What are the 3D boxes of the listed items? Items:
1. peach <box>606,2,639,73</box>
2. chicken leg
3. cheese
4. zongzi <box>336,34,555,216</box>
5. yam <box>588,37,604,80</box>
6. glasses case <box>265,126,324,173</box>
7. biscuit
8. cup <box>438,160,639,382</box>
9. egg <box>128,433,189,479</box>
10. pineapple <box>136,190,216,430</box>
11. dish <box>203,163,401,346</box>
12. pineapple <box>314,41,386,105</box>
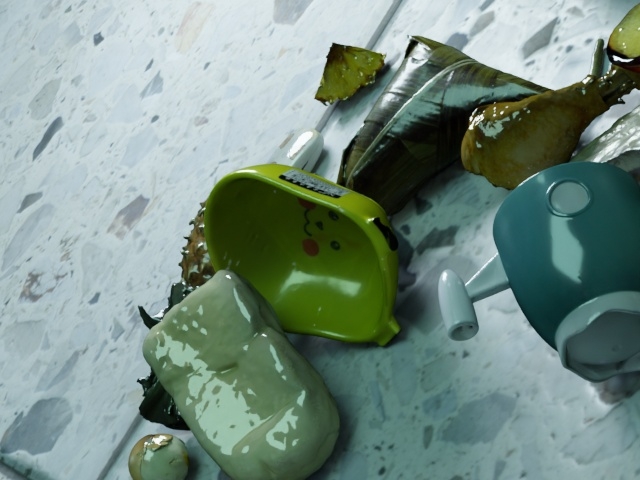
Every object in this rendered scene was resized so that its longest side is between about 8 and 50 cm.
[{"bbox_3d":[0.404,-0.226,1.859,0.189,0.068,0.279,-7,27,31],"label":"peach"},{"bbox_3d":[0.270,-0.141,1.935,0.251,0.107,0.087,-34,31,8],"label":"chicken leg"},{"bbox_3d":[-0.084,0.163,1.992,0.159,0.093,0.263,-45,59,17],"label":"cheese"},{"bbox_3d":[0.139,-0.105,2.054,0.241,0.111,0.247,30,87,51],"label":"zongzi"},{"bbox_3d":[0.313,-0.189,2.004,0.014,0.014,0.107,-18,46,40],"label":"yam"},{"bbox_3d":[-0.054,-0.079,2.310,0.164,0.041,0.063,-54,33,-6],"label":"glasses case"},{"bbox_3d":[0.339,-0.111,1.837,0.133,0.032,0.250,-51,13,-32],"label":"biscuit"},{"bbox_3d":[0.264,0.038,1.709,0.300,0.167,0.173,-17,49,4],"label":"cup"},{"bbox_3d":[-0.197,0.269,2.115,0.083,0.071,0.071,-31,34,58],"label":"egg"},{"bbox_3d":[-0.137,0.084,2.168,0.170,0.141,0.310,17,76,25],"label":"pineapple"},{"bbox_3d":[0.000,0.000,2.027,0.262,0.221,0.108,15,41,29],"label":"dish"},{"bbox_3d":[0.028,-0.239,2.348,0.114,0.077,0.114,-39,21,10],"label":"pineapple"}]
